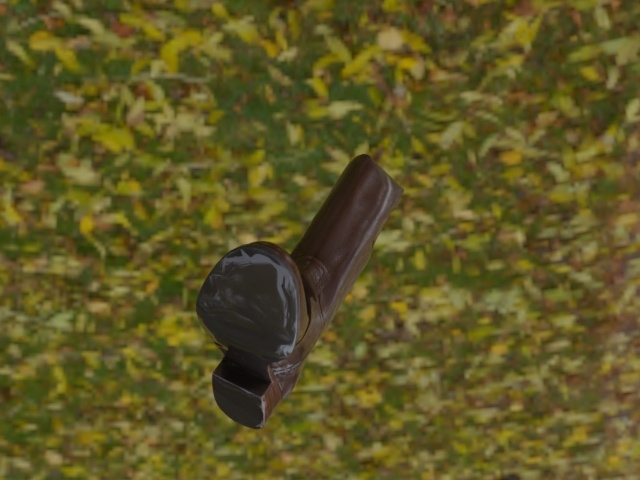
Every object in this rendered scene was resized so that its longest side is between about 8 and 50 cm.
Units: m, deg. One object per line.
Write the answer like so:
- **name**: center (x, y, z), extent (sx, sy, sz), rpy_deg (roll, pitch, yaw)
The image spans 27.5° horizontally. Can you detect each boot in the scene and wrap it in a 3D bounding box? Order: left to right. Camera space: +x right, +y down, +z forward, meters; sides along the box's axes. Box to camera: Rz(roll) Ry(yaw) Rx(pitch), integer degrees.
- **boot**: center (0.000, 0.000, 0.475), extent (0.037, 0.114, 0.106), rpy_deg (30, 146, 10)
